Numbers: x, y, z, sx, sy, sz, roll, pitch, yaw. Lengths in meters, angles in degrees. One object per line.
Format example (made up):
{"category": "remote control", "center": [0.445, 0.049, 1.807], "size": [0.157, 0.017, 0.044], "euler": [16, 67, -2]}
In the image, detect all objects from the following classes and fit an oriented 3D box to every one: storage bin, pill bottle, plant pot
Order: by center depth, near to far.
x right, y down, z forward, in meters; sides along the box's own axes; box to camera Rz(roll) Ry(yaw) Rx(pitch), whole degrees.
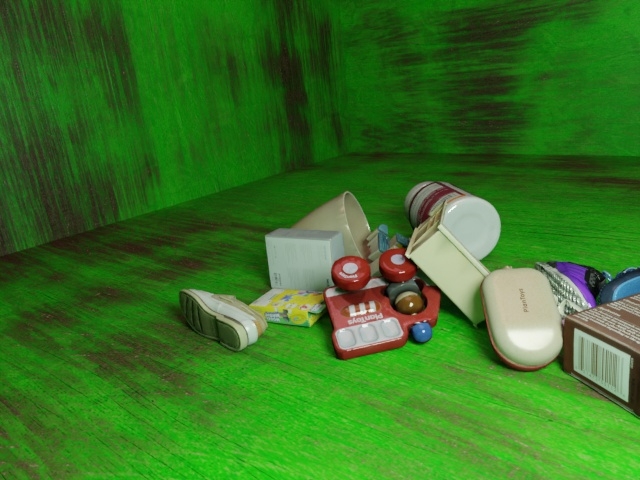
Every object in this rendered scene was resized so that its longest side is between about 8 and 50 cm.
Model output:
{"category": "storage bin", "center": [0.369, 0.050, 1.355], "size": [0.123, 0.262, 0.260], "euler": [-44, 2, 26]}
{"category": "plant pot", "center": [0.008, 0.002, 1.742], "size": [0.274, 0.256, 0.256], "euler": [-19, 13, 19]}
{"category": "pill bottle", "center": [0.439, -0.081, 1.817], "size": [0.224, 0.223, 0.392], "euler": [-9, 18, -6]}

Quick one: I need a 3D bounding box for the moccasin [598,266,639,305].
{"category": "moccasin", "center": [0.762, 0.130, 1.252], "size": [0.342, 0.137, 0.117], "euler": [-1, 8, -32]}

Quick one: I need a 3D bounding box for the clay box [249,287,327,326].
{"category": "clay box", "center": [-0.071, 0.185, 1.446], "size": [0.222, 0.053, 0.127], "euler": [3, 20, 30]}

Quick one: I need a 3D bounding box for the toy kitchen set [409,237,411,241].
{"category": "toy kitchen set", "center": [0.342, 0.028, 1.703], "size": [0.068, 0.075, 0.083], "euler": [-25, 45, 21]}

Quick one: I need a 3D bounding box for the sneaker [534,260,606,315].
{"category": "sneaker", "center": [0.662, 0.117, 1.321], "size": [0.146, 0.102, 0.293], "euler": [-5, 19, 4]}

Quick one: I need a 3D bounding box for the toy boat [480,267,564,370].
{"category": "toy boat", "center": [0.436, 0.182, 1.147], "size": [0.151, 0.151, 0.231], "euler": [-4, 50, 7]}

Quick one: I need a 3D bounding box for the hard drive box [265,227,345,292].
{"category": "hard drive box", "center": [-0.045, 0.062, 1.616], "size": [0.232, 0.180, 0.089], "euler": [4, 20, 28]}

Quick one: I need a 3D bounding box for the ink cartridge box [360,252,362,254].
{"category": "ink cartridge box", "center": [0.136, 0.046, 1.846], "size": [0.048, 0.028, 0.083], "euler": [2, 19, 24]}

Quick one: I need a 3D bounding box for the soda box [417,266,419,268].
{"category": "soda box", "center": [0.287, 0.100, 1.581], "size": [0.061, 0.058, 0.181], "euler": [7, 23, 37]}

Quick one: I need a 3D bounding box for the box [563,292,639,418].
{"category": "box", "center": [0.695, 0.193, 1.023], "size": [0.382, 0.143, 0.191], "euler": [-14, 19, -16]}

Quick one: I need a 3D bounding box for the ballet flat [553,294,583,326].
{"category": "ballet flat", "center": [0.557, 0.171, 1.221], "size": [0.077, 0.079, 0.221], "euler": [13, 6, -31]}

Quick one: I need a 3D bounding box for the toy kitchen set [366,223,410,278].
{"category": "toy kitchen set", "center": [0.251, 0.045, 1.671], "size": [0.166, 0.122, 0.207], "euler": [29, 39, -25]}

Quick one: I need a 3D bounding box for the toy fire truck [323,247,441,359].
{"category": "toy fire truck", "center": [0.160, 0.169, 1.300], "size": [0.303, 0.169, 0.253], "euler": [-10, 42, -7]}

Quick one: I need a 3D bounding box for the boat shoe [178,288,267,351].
{"category": "boat shoe", "center": [-0.267, 0.202, 1.397], "size": [0.302, 0.113, 0.103], "euler": [24, 32, 39]}
